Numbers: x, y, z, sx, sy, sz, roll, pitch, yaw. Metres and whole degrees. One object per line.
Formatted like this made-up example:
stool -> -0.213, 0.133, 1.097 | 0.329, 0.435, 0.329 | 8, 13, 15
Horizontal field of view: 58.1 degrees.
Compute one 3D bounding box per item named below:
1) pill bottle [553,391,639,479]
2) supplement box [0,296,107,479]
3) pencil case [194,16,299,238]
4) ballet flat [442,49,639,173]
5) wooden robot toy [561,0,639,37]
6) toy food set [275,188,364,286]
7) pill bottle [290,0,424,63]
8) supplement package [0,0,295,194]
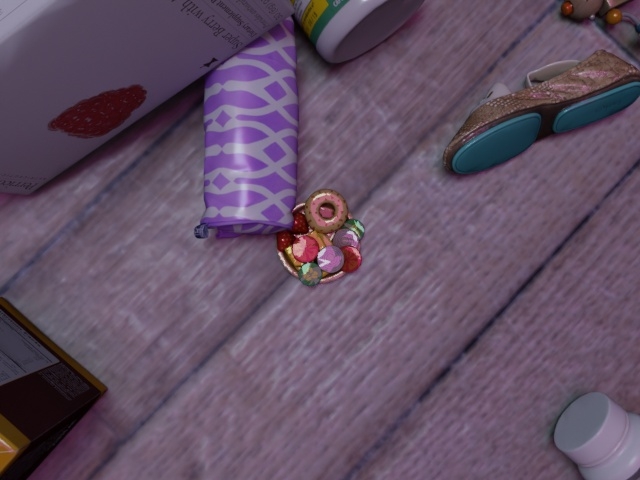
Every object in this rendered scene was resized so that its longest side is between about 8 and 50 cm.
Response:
pill bottle -> 0.284, 0.205, 0.516 | 0.137, 0.078, 0.078 | 41, 84, -1
supplement box -> -0.293, 0.157, 0.417 | 0.129, 0.194, 0.191 | 41, 84, -1
pencil case -> -0.063, -0.101, 0.509 | 0.086, 0.088, 0.206 | 4, 85, -25
ballet flat -> 0.199, -0.126, 0.548 | 0.206, 0.073, 0.067 | -21, 61, -8
wooden robot toy -> 0.268, -0.251, 0.554 | 0.079, 0.076, 0.173 | -27, 88, 5
toy food set -> 0.000, 0.000, 0.538 | 0.083, 0.020, 0.082 | -33, 89, -6
pill bottle -> -0.006, -0.275, 0.508 | 0.117, 0.117, 0.208 | -34, 89, -6
supplement package -> -0.201, -0.181, 0.412 | 0.293, 0.177, 0.175 | -30, 84, 13
